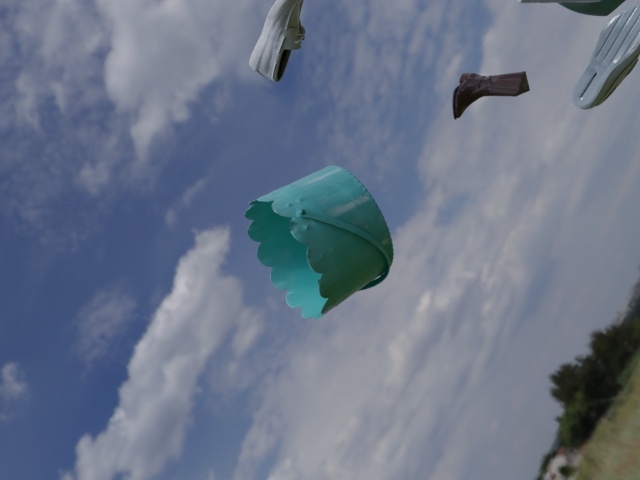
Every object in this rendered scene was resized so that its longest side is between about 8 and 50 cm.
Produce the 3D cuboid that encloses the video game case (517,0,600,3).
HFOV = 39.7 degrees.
[{"bbox_3d":[0.472,-0.567,1.749,0.022,0.173,0.190,-143,50,-78],"label":"video game case"}]

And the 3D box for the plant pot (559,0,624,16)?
[{"bbox_3d":[0.626,-0.670,2.052,0.248,0.252,0.247,-41,28,33],"label":"plant pot"}]

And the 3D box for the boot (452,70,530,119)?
[{"bbox_3d":[0.276,-0.236,1.435,0.037,0.114,0.106,66,-143,-50],"label":"boot"}]

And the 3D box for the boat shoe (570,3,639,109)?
[{"bbox_3d":[0.566,-0.353,1.703,0.076,0.083,0.226,-10,-36,-45],"label":"boat shoe"}]

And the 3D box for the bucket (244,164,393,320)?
[{"bbox_3d":[0.000,0.000,1.716,0.183,0.281,0.281,-30,-31,-20],"label":"bucket"}]

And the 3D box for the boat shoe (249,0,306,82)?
[{"bbox_3d":[-0.055,-0.318,1.370,0.066,0.063,0.184,-51,-4,-47],"label":"boat shoe"}]
